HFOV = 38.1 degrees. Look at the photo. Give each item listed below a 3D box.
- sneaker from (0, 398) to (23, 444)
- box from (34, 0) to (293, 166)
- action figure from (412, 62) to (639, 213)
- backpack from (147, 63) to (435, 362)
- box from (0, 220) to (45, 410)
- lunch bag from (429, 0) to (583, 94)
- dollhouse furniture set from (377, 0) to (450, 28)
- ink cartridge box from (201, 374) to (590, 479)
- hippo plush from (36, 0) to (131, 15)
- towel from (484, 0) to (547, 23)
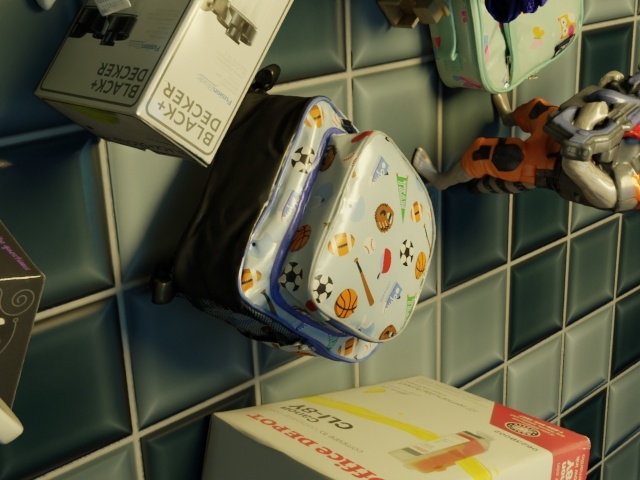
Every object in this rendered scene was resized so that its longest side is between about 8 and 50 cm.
[{"bbox_3d":[-0.292,0.092,0.512,0.147,0.104,0.296,-45,149,-16],"label":"sneaker"},{"bbox_3d":[-0.110,-0.220,0.806,0.087,0.169,0.290,35,78,-45],"label":"box"},{"bbox_3d":[0.337,-0.121,1.168,0.341,0.330,0.179,-28,122,-37],"label":"action figure"},{"bbox_3d":[0.000,0.000,0.970,0.263,0.213,0.276,43,68,-55],"label":"backpack"},{"bbox_3d":[-0.356,0.062,0.634,0.270,0.143,0.165,-4,126,-45],"label":"box"},{"bbox_3d":[0.223,-0.326,1.151,0.224,0.108,0.279,-37,126,-32],"label":"lunch bag"},{"bbox_3d":[0.138,-0.318,1.014,0.101,0.182,0.161,-57,134,-17],"label":"dollhouse furniture set"},{"bbox_3d":[0.091,0.290,1.083,0.384,0.279,0.160,-2,103,-45],"label":"ink cartridge box"},{"bbox_3d":[-0.130,-0.356,0.696,0.236,0.234,0.294,-41,127,-29],"label":"hippo plush"},{"bbox_3d":[0.258,-0.398,0.950,0.308,0.076,0.228,-60,159,-28],"label":"towel"}]
